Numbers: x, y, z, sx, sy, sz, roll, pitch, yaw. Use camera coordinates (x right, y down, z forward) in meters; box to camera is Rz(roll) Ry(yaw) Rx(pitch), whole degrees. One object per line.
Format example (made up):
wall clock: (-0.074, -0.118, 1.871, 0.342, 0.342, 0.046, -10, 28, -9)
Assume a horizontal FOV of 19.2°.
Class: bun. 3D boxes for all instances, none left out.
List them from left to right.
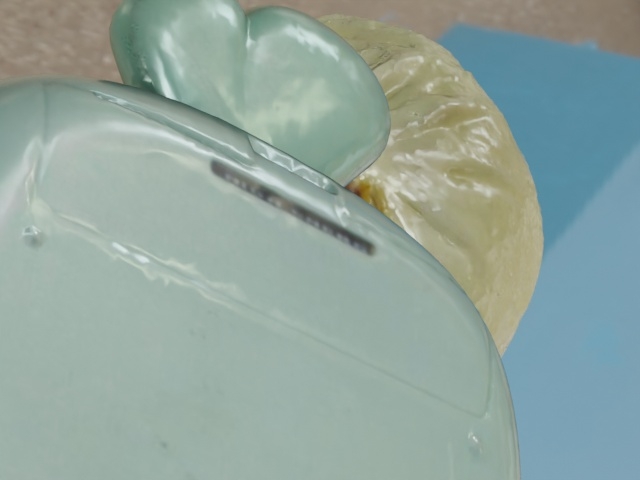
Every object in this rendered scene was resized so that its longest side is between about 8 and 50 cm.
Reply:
bun: (0.000, 0.000, 0.882, 0.127, 0.222, 0.222, 30, 81, -83)

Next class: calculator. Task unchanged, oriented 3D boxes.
calculator: (-0.028, 0.066, 0.399, 0.184, 0.042, 0.295, 27, 56, -32)
